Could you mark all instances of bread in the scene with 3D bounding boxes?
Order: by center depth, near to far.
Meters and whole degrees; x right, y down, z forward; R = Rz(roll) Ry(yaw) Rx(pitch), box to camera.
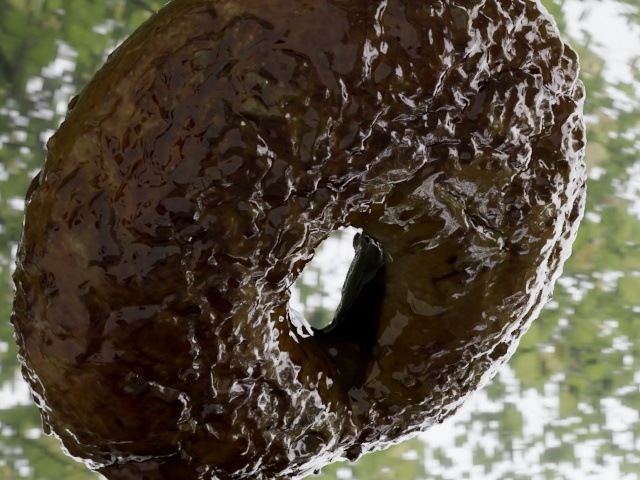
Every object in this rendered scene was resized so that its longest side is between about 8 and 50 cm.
[{"bbox_3d":[0.000,0.000,0.521,0.064,0.193,0.193,42,-71,48],"label":"bread"}]
